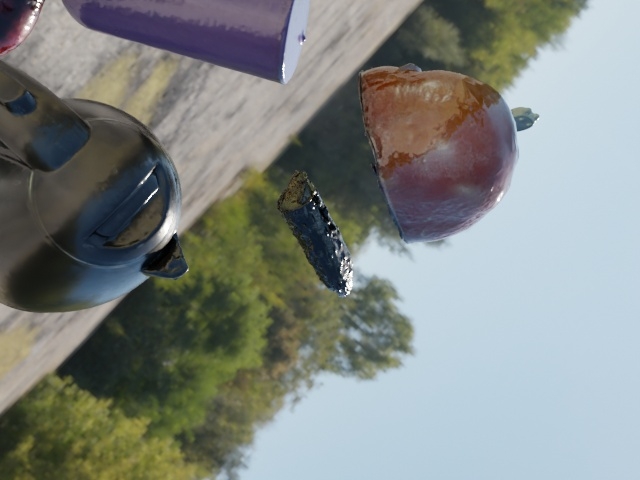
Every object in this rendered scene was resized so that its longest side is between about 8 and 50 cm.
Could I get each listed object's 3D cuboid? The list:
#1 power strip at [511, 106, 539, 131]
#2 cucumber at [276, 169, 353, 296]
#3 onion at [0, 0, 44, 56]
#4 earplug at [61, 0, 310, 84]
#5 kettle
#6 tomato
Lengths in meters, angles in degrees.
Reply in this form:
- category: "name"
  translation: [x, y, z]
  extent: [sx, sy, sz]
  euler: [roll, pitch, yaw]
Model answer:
- category: "power strip"
  translation: [0.294, -0.175, 1.448]
  extent: [0.083, 0.055, 0.035]
  euler: [-22, -125, 40]
- category: "cucumber"
  translation: [0.000, 0.000, 1.050]
  extent: [0.053, 0.181, 0.053]
  euler: [-17, -139, 15]
- category: "onion"
  translation: [-0.558, -0.417, 1.472]
  extent: [0.272, 0.272, 0.195]
  euler: [-47, -168, 2]
- category: "earplug"
  translation: [-0.252, -0.435, 1.715]
  extent: [0.215, 0.455, 0.215]
  euler: [13, 90, -86]
- category: "kettle"
  translation: [-0.246, -0.054, 0.847]
  extent: [0.207, 0.268, 0.290]
  euler: [-51, -161, -18]
- category: "tomato"
  translation: [0.140, -0.104, 1.046]
  extent: [0.155, 0.181, 0.214]
  euler: [-9, 157, 14]
